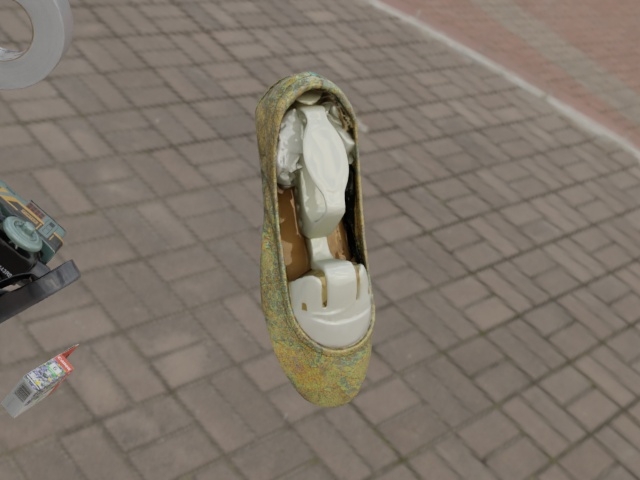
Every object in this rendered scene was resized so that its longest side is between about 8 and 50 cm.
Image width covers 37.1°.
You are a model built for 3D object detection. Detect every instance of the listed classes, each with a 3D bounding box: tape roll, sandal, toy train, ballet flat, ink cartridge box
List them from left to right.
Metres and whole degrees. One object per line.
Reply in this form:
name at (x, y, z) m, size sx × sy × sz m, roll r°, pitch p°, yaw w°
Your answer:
toy train at (-0.587, -0.050, 1.625) m, size 0.334 × 0.142 × 0.190 m, roll 42°, pitch 14°, yaw -11°
tape roll at (-0.545, -0.375, 1.651) m, size 0.219 × 0.219 × 0.072 m, roll 20°, pitch 24°, yaw -10°
sandal at (-0.402, 0.068, 1.228) m, size 0.054 × 0.254 × 0.097 m, roll 59°, pitch 34°, yaw -7°
ink cartridge box at (-0.358, 0.182, 1.249) m, size 0.029 × 0.063 × 0.115 m, roll 47°, pitch 28°, yaw 4°
ballet flat at (0.000, 0.000, 0.961) m, size 0.123 × 0.123 × 0.348 m, roll -6°, pitch 88°, yaw -38°
